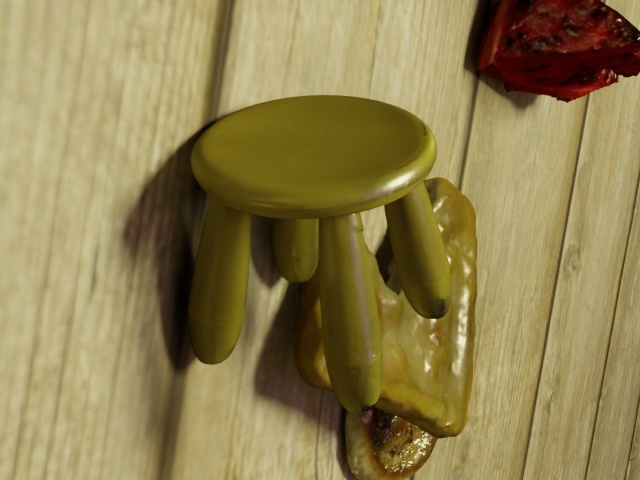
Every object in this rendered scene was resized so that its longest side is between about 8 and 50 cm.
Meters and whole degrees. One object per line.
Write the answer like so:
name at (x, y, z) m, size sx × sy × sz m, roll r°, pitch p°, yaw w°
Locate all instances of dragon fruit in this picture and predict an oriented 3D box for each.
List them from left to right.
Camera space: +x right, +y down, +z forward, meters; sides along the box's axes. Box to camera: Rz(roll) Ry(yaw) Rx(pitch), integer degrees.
dragon fruit at (0.206, -0.169, 0.777) m, size 0.192 × 0.122 × 0.092 m, roll 11°, pitch 75°, yaw -59°

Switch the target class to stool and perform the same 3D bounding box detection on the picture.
stool at (0.000, 0.000, 0.463) m, size 0.134 × 0.135 × 0.110 m, roll -10°, pitch 120°, yaw -13°

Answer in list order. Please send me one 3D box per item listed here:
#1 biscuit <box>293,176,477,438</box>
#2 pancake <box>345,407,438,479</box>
biscuit at (0.048, 0.029, 0.614) m, size 0.183 × 0.039 × 0.174 m, roll 26°, pitch 64°, yaw -51°
pancake at (0.063, 0.107, 0.699) m, size 0.158 × 0.028 × 0.158 m, roll -26°, pitch 122°, yaw -51°
